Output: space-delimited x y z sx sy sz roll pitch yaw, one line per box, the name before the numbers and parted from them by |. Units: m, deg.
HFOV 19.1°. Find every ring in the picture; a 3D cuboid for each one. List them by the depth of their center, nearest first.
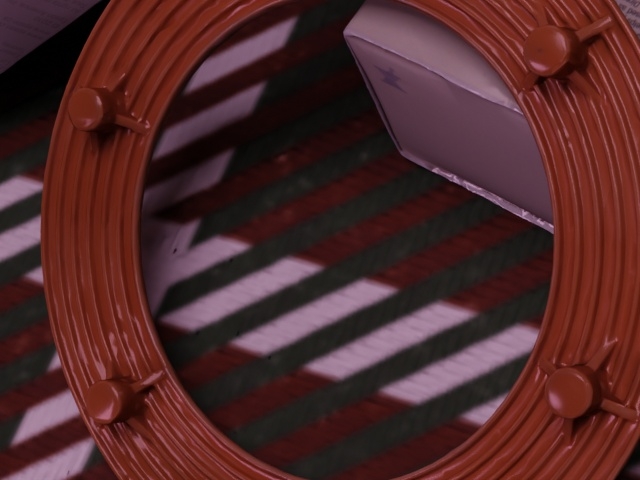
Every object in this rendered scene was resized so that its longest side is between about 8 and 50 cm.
ring | 0.000 0.000 0.841 0.336 0.032 0.337 0 91 32

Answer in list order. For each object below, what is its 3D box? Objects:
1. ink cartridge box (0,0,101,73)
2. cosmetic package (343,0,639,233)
ink cartridge box | -0.228 -0.204 1.061 0.307 0.072 0.304 -29 55 38
cosmetic package | 0.162 -0.153 0.907 0.153 0.129 0.296 30 76 26
